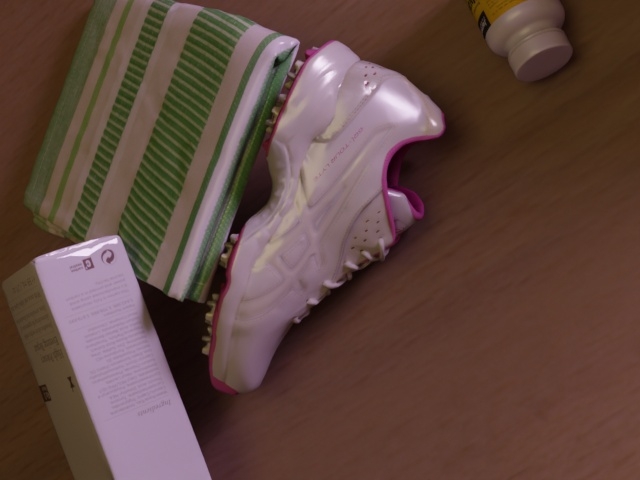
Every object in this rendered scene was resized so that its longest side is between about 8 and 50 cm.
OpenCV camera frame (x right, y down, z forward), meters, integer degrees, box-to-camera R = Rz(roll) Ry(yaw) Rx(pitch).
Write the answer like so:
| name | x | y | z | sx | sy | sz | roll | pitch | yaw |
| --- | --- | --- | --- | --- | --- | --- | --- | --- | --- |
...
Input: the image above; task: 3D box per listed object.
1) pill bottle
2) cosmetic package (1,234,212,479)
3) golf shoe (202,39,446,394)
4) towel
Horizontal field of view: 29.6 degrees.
| name | x | y | z | sx | sy | sz | roll | pitch | yaw |
| --- | --- | --- | --- | --- | --- | --- | --- | --- | --- |
| pill bottle | 0.150 | -0.184 | 0.940 | 0.065 | 0.065 | 0.116 | -33 | 66 | 24 |
| cosmetic package | -0.183 | 0.122 | 1.026 | 0.117 | 0.086 | 0.231 | -25 | 84 | 60 |
| golf shoe | 0.000 | 0.000 | 0.977 | 0.140 | 0.115 | 0.306 | 22 | 106 | 4 |
| towel | -0.157 | -0.096 | 1.088 | 0.325 | 0.038 | 0.247 | 23 | 94 | 51 |
